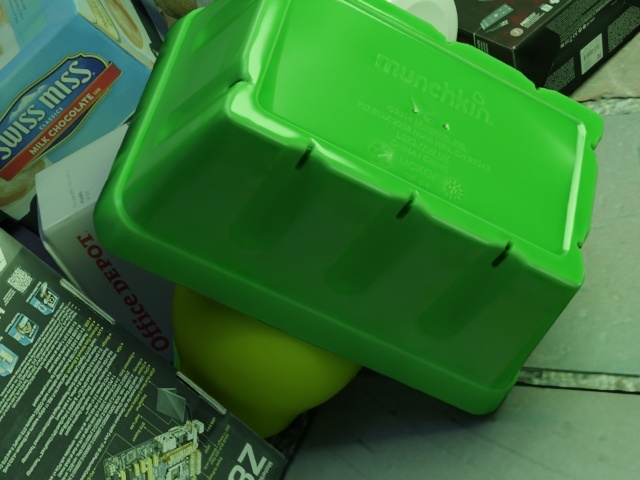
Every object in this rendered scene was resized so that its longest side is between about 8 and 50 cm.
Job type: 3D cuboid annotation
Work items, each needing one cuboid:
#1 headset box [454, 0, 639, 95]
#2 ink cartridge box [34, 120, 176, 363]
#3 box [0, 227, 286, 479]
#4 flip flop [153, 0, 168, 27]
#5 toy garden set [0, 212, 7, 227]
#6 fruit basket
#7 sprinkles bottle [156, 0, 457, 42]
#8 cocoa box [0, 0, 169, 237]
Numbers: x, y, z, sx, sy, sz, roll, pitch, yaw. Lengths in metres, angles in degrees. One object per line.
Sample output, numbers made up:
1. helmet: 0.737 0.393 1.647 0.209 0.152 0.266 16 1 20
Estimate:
1. headset box: 0.166 -0.263 1.253 0.218 0.110 0.293 -40 48 -21
2. ink cartridge box: -0.100 -0.032 1.135 0.283 0.207 0.117 -28 37 1
3. box: -0.236 0.230 0.840 0.097 0.318 0.395 -26 29 52
4. flip flop: -0.252 -0.272 1.613 0.112 0.080 0.277 -24 23 16
5. toy garden set: -0.463 -0.037 1.504 0.244 0.049 0.204 -40 41 -11
6. fruit basket: 0.000 0.000 0.979 0.392 0.392 0.283 -5 52 29
7. sprinkles bottle: -0.029 -0.242 1.206 0.355 0.121 0.121 27 65 41
8. cocoa box: -0.306 -0.199 1.330 0.231 0.228 0.347 -41 44 11
